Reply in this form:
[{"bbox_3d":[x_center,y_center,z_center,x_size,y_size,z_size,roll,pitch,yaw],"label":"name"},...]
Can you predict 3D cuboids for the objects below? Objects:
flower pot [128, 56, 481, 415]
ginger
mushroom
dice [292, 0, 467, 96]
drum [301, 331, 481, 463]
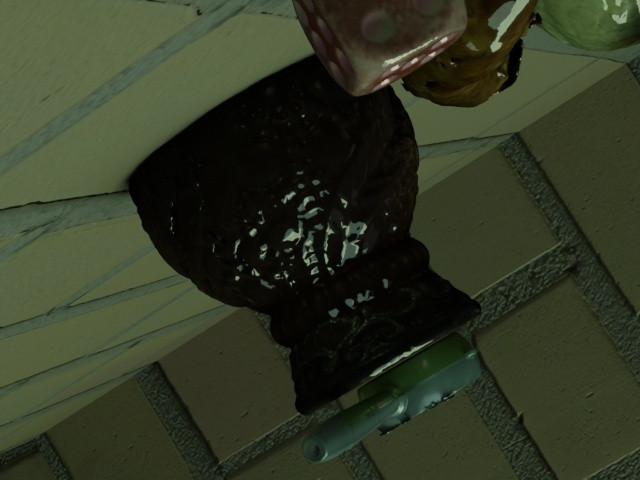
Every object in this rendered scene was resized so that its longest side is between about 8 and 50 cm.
[{"bbox_3d":[0.000,0.000,1.518,0.266,0.267,0.266,-32,176,-2],"label":"flower pot"},{"bbox_3d":[0.124,-0.181,1.415,0.133,0.107,0.309,-17,171,-3],"label":"ginger"},{"bbox_3d":[0.325,-0.272,1.594,0.247,0.130,0.344,-29,178,34],"label":"mushroom"},{"bbox_3d":[0.039,-0.158,1.130,0.091,0.093,0.094,-30,175,-11],"label":"dice"},{"bbox_3d":[0.073,0.136,1.469,0.130,0.049,0.253,-31,176,16],"label":"drum"}]
